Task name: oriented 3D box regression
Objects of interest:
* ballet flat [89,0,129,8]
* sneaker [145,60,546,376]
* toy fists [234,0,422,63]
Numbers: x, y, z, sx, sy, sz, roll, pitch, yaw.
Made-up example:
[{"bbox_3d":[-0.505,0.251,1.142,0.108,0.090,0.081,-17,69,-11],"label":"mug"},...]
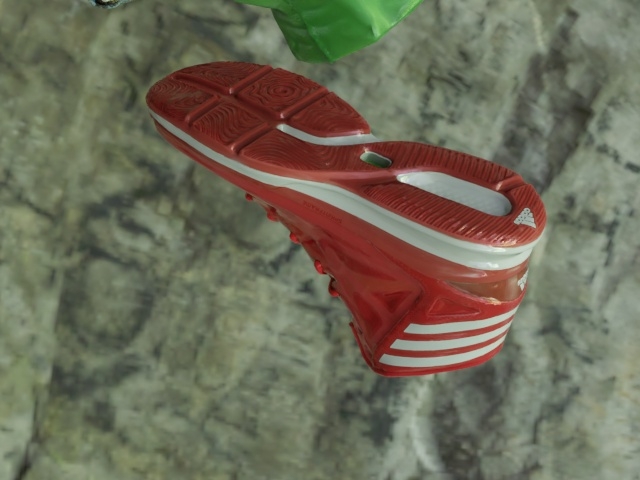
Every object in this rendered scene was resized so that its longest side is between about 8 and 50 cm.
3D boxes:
[{"bbox_3d":[-0.180,-0.278,1.226,0.188,0.070,0.070,129,-48,-56],"label":"ballet flat"},{"bbox_3d":[0.000,0.000,0.660,0.221,0.087,0.128,28,-48,27],"label":"sneaker"},{"bbox_3d":[0.012,-0.195,0.453,0.096,0.142,0.279,-9,-139,51],"label":"toy fists"}]
